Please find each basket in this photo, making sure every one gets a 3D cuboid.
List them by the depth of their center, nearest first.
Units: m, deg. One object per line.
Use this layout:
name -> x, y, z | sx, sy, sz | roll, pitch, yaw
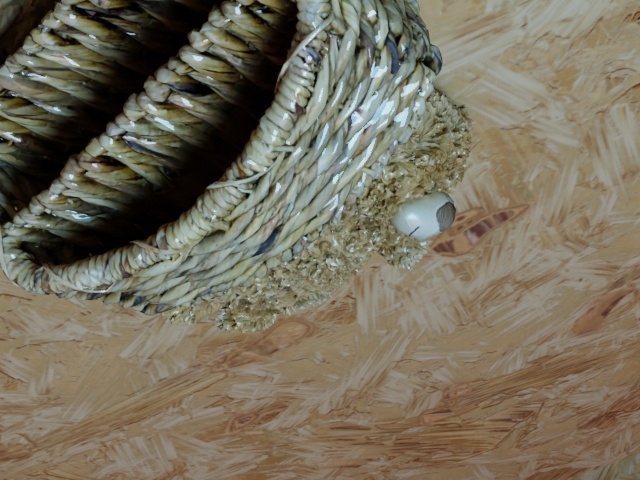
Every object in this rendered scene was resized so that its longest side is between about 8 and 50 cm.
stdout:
basket -> -0.110, -0.096, 0.613 | 0.299, 0.213, 0.223 | -37, 144, 27

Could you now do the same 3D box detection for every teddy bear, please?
teddy bear -> 0.000, 0.000, 0.907 | 0.338, 0.113, 0.245 | -26, 149, 13
